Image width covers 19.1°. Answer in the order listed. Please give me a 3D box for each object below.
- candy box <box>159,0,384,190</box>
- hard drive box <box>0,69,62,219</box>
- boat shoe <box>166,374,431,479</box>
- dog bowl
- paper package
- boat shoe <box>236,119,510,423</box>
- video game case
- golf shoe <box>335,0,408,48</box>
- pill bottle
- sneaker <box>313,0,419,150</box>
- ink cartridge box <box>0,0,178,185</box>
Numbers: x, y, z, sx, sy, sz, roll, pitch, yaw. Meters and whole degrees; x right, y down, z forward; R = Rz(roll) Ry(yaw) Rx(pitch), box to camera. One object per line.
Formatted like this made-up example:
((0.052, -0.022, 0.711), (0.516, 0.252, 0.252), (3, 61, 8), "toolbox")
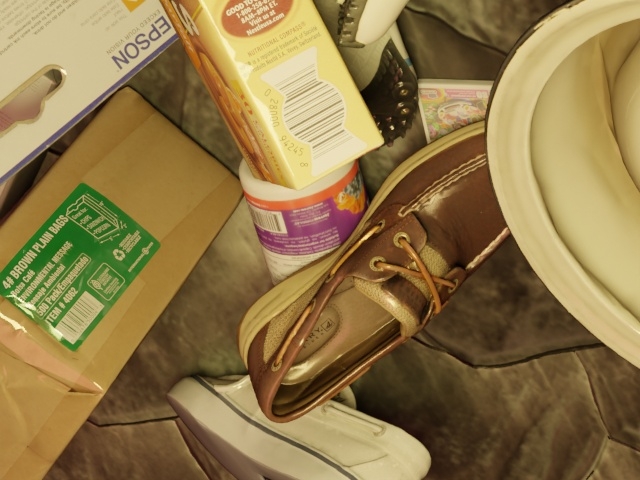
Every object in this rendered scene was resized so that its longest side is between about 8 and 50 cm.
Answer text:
((-0.075, -0.200, 1.532), (0.316, 0.087, 0.183), (63, 170, -11), "candy box")
((-0.340, -0.148, 1.828), (0.181, 0.089, 0.232), (35, 135, 0), "hard drive box")
((-0.012, 0.176, 1.886), (0.367, 0.156, 0.136), (17, 146, 58), "boat shoe")
((0.338, -0.061, 1.442), (0.408, 0.150, 0.408), (23, 139, 21), "dog bowl")
((-0.249, 0.066, 1.790), (0.168, 0.325, 0.309), (36, 134, -2), "paper package")
((0.069, 0.035, 1.637), (0.342, 0.123, 0.123), (-38, 119, 15), "boat shoe")
((0.134, -0.087, 1.664), (0.087, 0.011, 0.122), (4, 128, 27), "video game case")
((0.101, -0.250, 1.447), (0.120, 0.105, 0.273), (23, 117, -13), "golf shoe")
((0.000, 0.000, 1.744), (0.108, 0.108, 0.193), (3, 128, 28), "pill bottle")
((0.027, -0.175, 1.617), (0.085, 0.086, 0.237), (-16, 133, 6), "sneaker")
((-0.335, -0.212, 1.619), (0.330, 0.324, 0.071), (55, 161, -18), "ink cartridge box")
